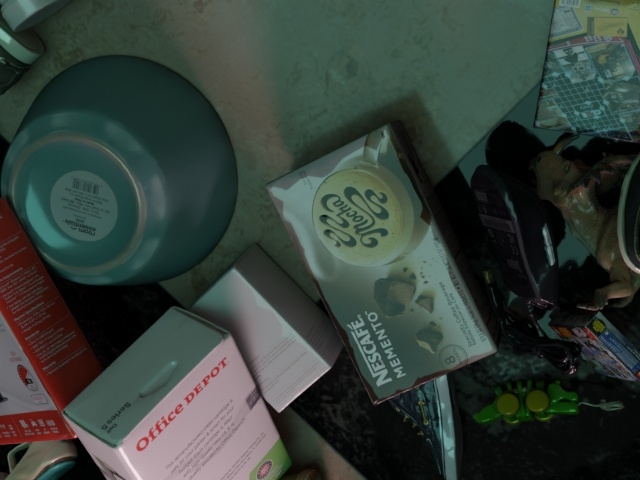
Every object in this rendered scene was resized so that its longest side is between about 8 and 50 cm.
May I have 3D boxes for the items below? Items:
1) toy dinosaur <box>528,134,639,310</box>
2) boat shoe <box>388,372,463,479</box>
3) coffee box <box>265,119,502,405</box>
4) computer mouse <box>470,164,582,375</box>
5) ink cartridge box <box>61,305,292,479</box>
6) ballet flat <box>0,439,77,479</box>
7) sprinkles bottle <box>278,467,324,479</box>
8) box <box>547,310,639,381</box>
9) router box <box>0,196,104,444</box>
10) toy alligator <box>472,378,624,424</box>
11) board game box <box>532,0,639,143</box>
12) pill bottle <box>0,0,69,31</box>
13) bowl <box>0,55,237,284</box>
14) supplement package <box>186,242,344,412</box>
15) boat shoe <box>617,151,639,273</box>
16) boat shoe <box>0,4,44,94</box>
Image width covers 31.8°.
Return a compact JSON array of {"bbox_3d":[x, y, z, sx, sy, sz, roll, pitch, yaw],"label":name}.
[{"bbox_3d":[0.391,-0.015,1.299,0.295,0.127,0.200,5,91,2],"label":"toy dinosaur"},{"bbox_3d":[0.137,0.229,1.471,0.083,0.065,0.183,-6,99,17],"label":"boat shoe"},{"bbox_3d":[0.081,0.025,1.360,0.168,0.119,0.297,-25,93,14],"label":"coffee box"},{"bbox_3d":[0.237,0.024,1.333,0.060,0.184,0.262,-25,99,-13],"label":"computer mouse"},{"bbox_3d":[-0.171,0.249,1.416,0.115,0.198,0.273,22,145,38],"label":"ink cartridge box"},{"bbox_3d":[-0.449,0.358,1.658,0.086,0.086,0.248,46,111,-3],"label":"ballet flat"},{"bbox_3d":[-0.167,0.394,1.567,0.355,0.121,0.121,-10,105,17],"label":"sprinkles bottle"},{"bbox_3d":[0.333,0.125,1.348,0.094,0.137,0.027,45,83,-2],"label":"box"},{"bbox_3d":[-0.440,0.121,1.484,0.335,0.082,0.301,-16,105,51],"label":"router box"},{"bbox_3d":[0.286,0.199,1.429,0.189,0.056,0.051,-10,65,17],"label":"toy alligator"},{"bbox_3d":[0.377,-0.193,1.281,0.243,0.042,0.165,10,110,10],"label":"board game box"},{"bbox_3d":[-0.398,-0.367,1.379,0.117,0.117,0.208,-30,98,21],"label":"pill bottle"},{"bbox_3d":[-0.277,-0.068,1.423,0.311,0.163,0.311,4,108,13],"label":"bowl"},{"bbox_3d":[-0.070,0.111,1.458,0.179,0.105,0.105,46,113,-4],"label":"supplement package"},{"bbox_3d":[0.385,-0.074,1.206,0.084,0.079,0.233,22,88,-8],"label":"boat shoe"},{"bbox_3d":[-0.493,-0.313,1.425,0.305,0.109,0.091,43,108,-6],"label":"boat shoe"}]
